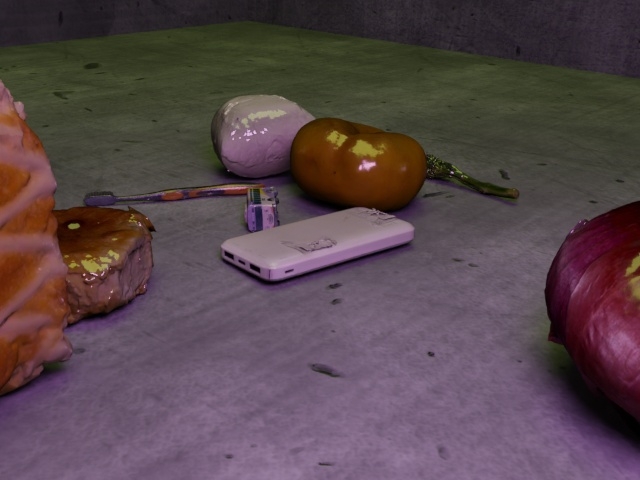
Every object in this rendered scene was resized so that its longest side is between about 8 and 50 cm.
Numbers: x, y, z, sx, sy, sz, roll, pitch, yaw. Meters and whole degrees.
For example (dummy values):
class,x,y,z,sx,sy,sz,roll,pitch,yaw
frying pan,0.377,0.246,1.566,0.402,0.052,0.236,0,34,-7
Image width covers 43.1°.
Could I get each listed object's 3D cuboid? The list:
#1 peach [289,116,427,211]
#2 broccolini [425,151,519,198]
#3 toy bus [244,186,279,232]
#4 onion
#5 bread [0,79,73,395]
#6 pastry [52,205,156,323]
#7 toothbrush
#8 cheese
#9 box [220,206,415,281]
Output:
class,x,y,z,sx,sy,sz,roll,pitch,yaw
peach,0.070,-0.137,1.434,0.251,0.153,0.251,6,24,-3
broccolini,0.272,-0.118,1.534,0.051,0.054,0.239,-48,45,-15
toy bus,-0.097,-0.052,1.336,0.058,0.052,0.102,-3,21,-4
onion,0.409,0.054,0.818,0.347,0.285,0.347,10,28,-5
bread,-0.456,0.020,0.720,0.279,0.371,0.390,5,18,19
pastry,-0.318,0.026,1.067,0.229,0.100,0.218,-20,31,-40
toothbrush,-0.255,-0.083,1.440,0.321,0.023,0.031,-4,31,-14
cheese,-0.117,-0.201,1.562,0.198,0.154,0.189,-12,33,-20
box,0.000,0.000,1.228,0.285,0.044,0.142,-15,26,-35
